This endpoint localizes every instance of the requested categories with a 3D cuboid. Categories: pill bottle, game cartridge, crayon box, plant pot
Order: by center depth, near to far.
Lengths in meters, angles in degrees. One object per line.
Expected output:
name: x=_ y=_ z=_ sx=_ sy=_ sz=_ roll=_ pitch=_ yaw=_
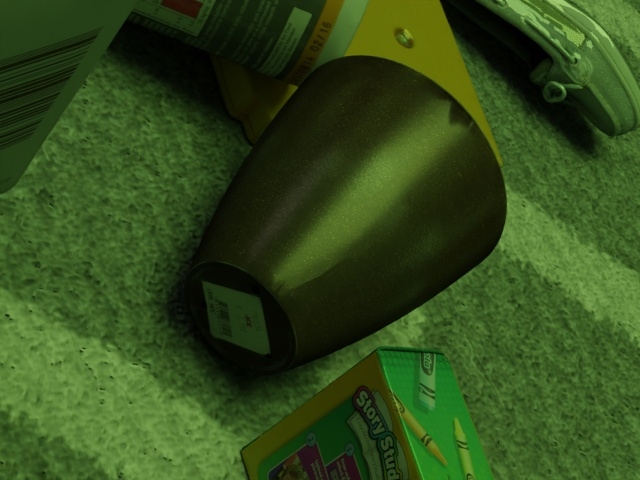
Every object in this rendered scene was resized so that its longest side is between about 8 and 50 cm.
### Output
crayon box: x=0.057 y=0.237 z=1.336 sx=0.081 sy=0.165 sz=0.278 roll=8 pitch=54 yaw=-44
plant pot: x=0.000 y=0.000 z=1.482 sx=0.215 sy=0.215 sz=0.230 roll=49 pitch=51 yaw=-3
pill bottle: x=-0.100 y=-0.248 z=1.567 sx=0.278 sy=0.162 sz=0.162 roll=21 pitch=43 yaw=-14
game cartridge: x=0.012 y=-0.196 z=1.782 sx=0.323 sy=0.052 sz=0.285 roll=8 pitch=53 yaw=-41

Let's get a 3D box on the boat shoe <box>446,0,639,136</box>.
boat shoe: x=0.224 y=-0.225 z=1.999 sx=0.320 sy=0.103 sz=0.118 roll=46 pitch=-8 yaw=-11

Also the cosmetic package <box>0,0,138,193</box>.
cosmetic package: x=-0.355 y=-0.214 z=1.088 sx=0.327 sy=0.329 sz=0.394 roll=-24 pitch=76 yaw=-36
